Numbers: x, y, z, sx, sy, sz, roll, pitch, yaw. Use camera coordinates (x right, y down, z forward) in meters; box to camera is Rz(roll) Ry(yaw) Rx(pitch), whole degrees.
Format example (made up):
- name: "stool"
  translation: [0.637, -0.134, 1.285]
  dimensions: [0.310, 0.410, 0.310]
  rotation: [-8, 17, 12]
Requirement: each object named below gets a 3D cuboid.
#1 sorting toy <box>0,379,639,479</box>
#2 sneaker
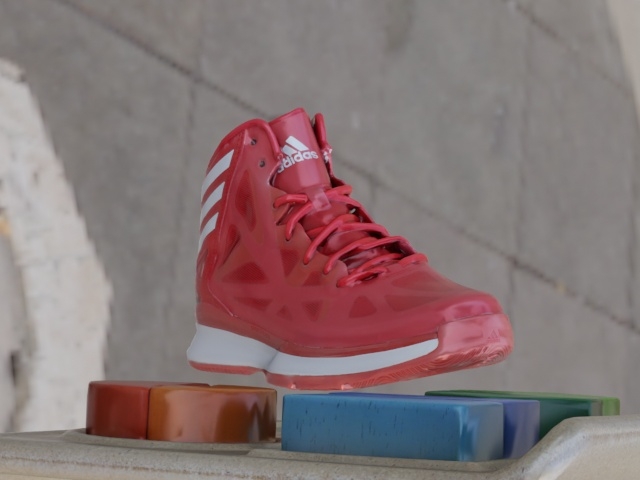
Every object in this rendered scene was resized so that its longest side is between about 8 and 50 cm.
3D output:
- name: "sorting toy"
  translation: [0.033, 0.068, 0.693]
  dimensions: [0.307, 0.229, 0.041]
  rotation: [7, 80, -62]
- name: "sneaker"
  translation: [0.000, 0.000, 0.905]
  dimensions: [0.087, 0.221, 0.128]
  rotation: [-7, 93, -38]
